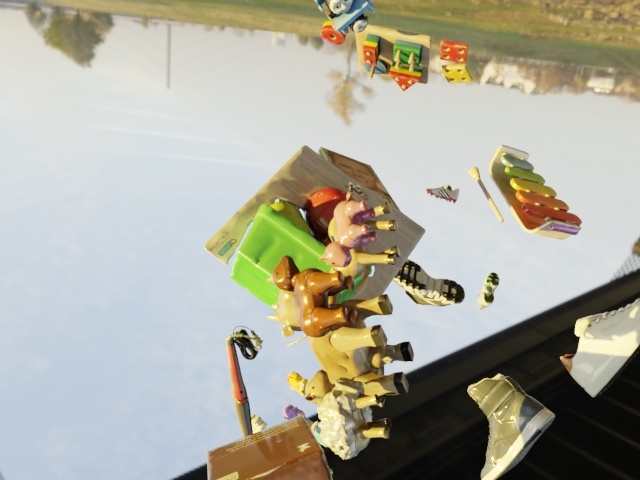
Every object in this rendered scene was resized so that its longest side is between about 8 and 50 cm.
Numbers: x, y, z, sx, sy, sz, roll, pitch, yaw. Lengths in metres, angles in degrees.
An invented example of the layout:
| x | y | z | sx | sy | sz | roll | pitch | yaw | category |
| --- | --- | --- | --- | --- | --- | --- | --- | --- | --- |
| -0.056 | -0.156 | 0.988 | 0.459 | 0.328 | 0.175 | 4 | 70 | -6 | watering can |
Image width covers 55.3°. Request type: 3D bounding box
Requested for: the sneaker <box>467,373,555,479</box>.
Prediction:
| x | y | z | sx | sy | sz | roll | pitch | yaw | category |
| --- | --- | --- | --- | --- | --- | --- | --- | --- | --- |
| 0.362 | 0.386 | 1.279 | 0.086 | 0.226 | 0.163 | -4 | -142 | -48 | sneaker |

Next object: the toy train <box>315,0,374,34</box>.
| x | y | z | sx | sy | sz | roll | pitch | yaw | category |
| --- | --- | --- | --- | --- | --- | --- | --- | --- | --- |
| 0.014 | -0.407 | 0.963 | 0.105 | 0.080 | 0.184 | 18 | -139 | -58 | toy train |

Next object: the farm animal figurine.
| x | y | z | sx | sy | sz | roll | pitch | yaw | category |
| --- | --- | --- | --- | --- | --- | --- | --- | --- | --- |
| 0.023 | 0.109 | 0.927 | 0.172 | 0.326 | 0.330 | -13 | -167 | 25 | farm animal figurine |

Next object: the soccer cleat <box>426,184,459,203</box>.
| x | y | z | sx | sy | sz | roll | pitch | yaw | category |
| --- | --- | --- | --- | --- | --- | --- | --- | --- | --- |
| 0.264 | -0.105 | 1.314 | 0.029 | 0.035 | 0.083 | 15 | -174 | -42 | soccer cleat |

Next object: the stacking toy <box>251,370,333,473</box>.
| x | y | z | sx | sy | sz | roll | pitch | yaw | category |
| --- | --- | --- | --- | --- | --- | --- | --- | --- | --- |
| -0.024 | 0.391 | 1.306 | 0.221 | 0.052 | 0.167 | 26 | -138 | 24 | stacking toy |

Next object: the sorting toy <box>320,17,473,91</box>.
| x | y | z | sx | sy | sz | roll | pitch | yaw | category |
| --- | --- | --- | --- | --- | --- | --- | --- | --- | --- |
| 0.135 | -0.317 | 1.092 | 0.275 | 0.046 | 0.132 | 15 | 165 | 11 | sorting toy |

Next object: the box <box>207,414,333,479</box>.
| x | y | z | sx | sy | sz | roll | pitch | yaw | category |
| --- | --- | --- | --- | --- | --- | --- | --- | --- | --- |
| -0.058 | 0.403 | 0.905 | 0.169 | 0.203 | 0.167 | -18 | -175 | -10 | box |

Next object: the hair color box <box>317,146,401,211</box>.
| x | y | z | sx | sy | sz | roll | pitch | yaw | category |
| --- | --- | --- | --- | --- | --- | --- | --- | --- | --- |
| 0.087 | -0.115 | 1.624 | 0.174 | 0.105 | 0.347 | 17 | -155 | -24 | hair color box |

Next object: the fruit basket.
| x | y | z | sx | sy | sz | roll | pitch | yaw | category |
| --- | --- | --- | --- | --- | --- | --- | --- | --- | --- |
| 0.000 | 0.000 | 1.219 | 0.327 | 0.165 | 0.353 | 35 | -131 | 5 | fruit basket |

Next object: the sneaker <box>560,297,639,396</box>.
| x | y | z | sx | sy | sz | roll | pitch | yaw | category |
| --- | --- | --- | --- | --- | --- | --- | --- | --- | --- |
| 0.567 | 0.163 | 1.173 | 0.106 | 0.290 | 0.123 | -1 | -141 | -46 | sneaker |

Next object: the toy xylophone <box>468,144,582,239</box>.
| x | y | z | sx | sy | sz | roll | pitch | yaw | category |
| --- | --- | --- | --- | --- | --- | --- | --- | --- | --- |
| 0.533 | -0.122 | 1.606 | 0.236 | 0.081 | 0.322 | 3 | -134 | -34 | toy xylophone |

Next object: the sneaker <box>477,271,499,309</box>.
| x | y | z | sx | sy | sz | roll | pitch | yaw | category |
| --- | --- | --- | --- | --- | --- | --- | --- | --- | --- |
| 0.422 | 0.132 | 1.560 | 0.038 | 0.069 | 0.098 | 26 | -119 | 4 | sneaker |

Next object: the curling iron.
| x | y | z | sx | sy | sz | roll | pitch | yaw | category |
| --- | --- | --- | --- | --- | --- | --- | --- | --- | --- |
| -0.143 | 0.294 | 1.177 | 0.068 | 0.274 | 0.035 | 1 | -164 | 2 | curling iron |

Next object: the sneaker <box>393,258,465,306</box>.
| x | y | z | sx | sy | sz | roll | pitch | yaw | category |
| --- | --- | --- | --- | --- | --- | --- | --- | --- | --- |
| 0.248 | 0.118 | 1.571 | 0.234 | 0.106 | 0.078 | 23 | -122 | -16 | sneaker |
